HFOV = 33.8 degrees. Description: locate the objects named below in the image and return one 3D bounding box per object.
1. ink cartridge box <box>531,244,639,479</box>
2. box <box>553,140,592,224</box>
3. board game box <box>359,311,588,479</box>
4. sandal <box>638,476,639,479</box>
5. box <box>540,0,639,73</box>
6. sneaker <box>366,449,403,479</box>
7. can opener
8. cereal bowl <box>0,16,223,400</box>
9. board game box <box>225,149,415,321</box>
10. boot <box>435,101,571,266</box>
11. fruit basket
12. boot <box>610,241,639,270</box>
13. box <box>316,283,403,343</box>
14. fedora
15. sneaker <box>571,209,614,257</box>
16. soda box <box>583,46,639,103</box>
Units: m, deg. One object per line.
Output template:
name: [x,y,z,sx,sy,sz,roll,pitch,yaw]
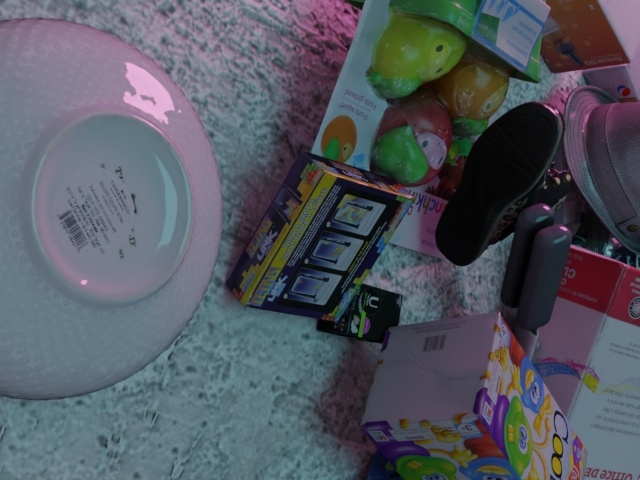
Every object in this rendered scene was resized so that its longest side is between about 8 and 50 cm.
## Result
ink cartridge box: [0.367,0.180,1.419,0.226,0.131,0.306,19,94,-42]
box: [0.394,-0.099,1.557,0.186,0.038,0.145,-6,95,-42]
board game box: [0.183,0.229,1.200,0.275,0.144,0.142,53,40,-34]
sandal: [0.460,0.361,1.575,0.303,0.120,0.086,-43,151,-41]
box: [0.354,-0.328,1.455,0.170,0.130,0.091,49,58,-31]
sneaker: [0.083,0.306,1.251,0.188,0.067,0.078,-57,156,-36]
can opener: [0.238,0.077,1.279,0.093,0.074,0.280,-16,140,-22]
cereal bowl: [-0.212,-0.027,0.910,0.339,0.141,0.338,-1,91,-45]
board game box: [0.000,0.000,1.117,0.141,0.048,0.170,15,114,-42]
boot: [0.247,-0.083,1.266,0.179,0.085,0.236,-22,149,-45]
fruit basket: [0.132,-0.164,1.218,0.327,0.165,0.353,17,88,-52]
boot: [0.480,0.032,1.605,0.190,0.086,0.069,-31,111,-39]
box: [0.046,0.083,1.214,0.083,0.052,0.062,18,79,-43]
fedora: [0.467,-0.110,1.485,0.275,0.124,0.243,45,45,-28]
sneaker: [0.356,0.030,1.489,0.076,0.065,0.166,20,92,-30]
soda box: [0.489,-0.298,1.622,0.216,0.074,0.069,-50,122,-32]
